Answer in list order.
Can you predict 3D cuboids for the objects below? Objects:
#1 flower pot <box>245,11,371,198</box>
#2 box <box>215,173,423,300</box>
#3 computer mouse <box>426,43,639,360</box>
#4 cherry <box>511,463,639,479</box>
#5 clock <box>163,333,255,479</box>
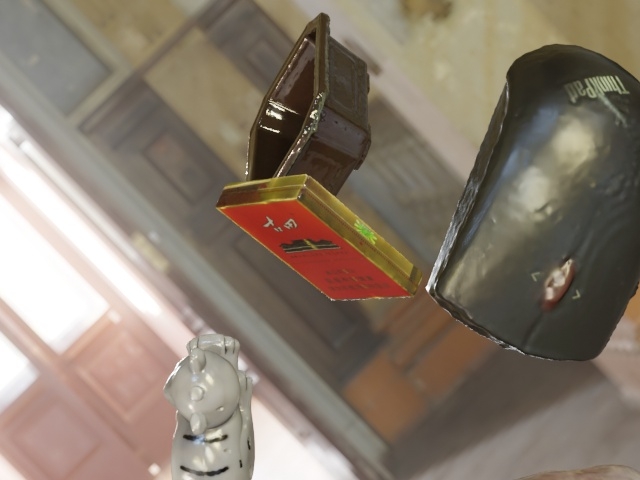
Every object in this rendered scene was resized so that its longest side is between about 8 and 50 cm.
[{"bbox_3d":[-0.006,-0.119,1.942,0.179,0.084,0.251,-58,16,30],"label":"flower pot"},{"bbox_3d":[0.000,0.000,1.290,0.090,0.133,0.023,-5,54,46],"label":"box"},{"bbox_3d":[0.209,-0.033,1.524,0.269,0.170,0.100,-69,15,-6],"label":"computer mouse"},{"bbox_3d":[0.200,0.376,1.594,0.335,0.326,0.291,-25,-19,-24],"label":"cherry"},{"bbox_3d":[-0.112,0.186,1.789,0.080,0.176,0.117,-1,5,8],"label":"clock"}]
